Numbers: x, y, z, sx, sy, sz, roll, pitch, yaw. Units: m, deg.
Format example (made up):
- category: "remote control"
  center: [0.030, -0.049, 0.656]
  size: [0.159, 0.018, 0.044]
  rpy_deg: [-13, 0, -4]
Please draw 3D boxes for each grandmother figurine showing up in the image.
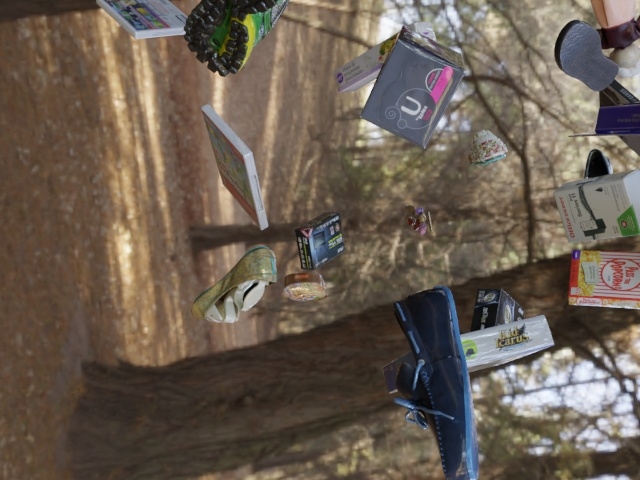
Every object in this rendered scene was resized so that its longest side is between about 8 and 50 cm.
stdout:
- category: "grandmother figurine"
  center: [0.753, -0.559, 1.972]
  size: [0.342, 0.208, 0.104]
  rpy_deg: [56, 37, -37]

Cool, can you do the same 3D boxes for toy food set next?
- category: "toy food set"
  center: [0.257, -0.053, 2.069]
  size: [0.122, 0.019, 0.078]
  rpy_deg: [-162, -122, -67]

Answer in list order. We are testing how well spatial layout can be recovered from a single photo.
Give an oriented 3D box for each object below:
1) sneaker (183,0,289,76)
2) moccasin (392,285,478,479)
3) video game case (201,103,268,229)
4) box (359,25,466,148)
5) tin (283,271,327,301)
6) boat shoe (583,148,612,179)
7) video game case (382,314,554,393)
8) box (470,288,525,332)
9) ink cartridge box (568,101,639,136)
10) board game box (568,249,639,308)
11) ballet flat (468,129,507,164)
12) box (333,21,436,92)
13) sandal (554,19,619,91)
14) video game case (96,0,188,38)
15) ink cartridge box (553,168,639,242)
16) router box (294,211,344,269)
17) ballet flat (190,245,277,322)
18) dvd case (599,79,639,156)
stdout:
- category: "sneaker"
  center: [-0.094, -0.389, 1.102]
  size: [0.146, 0.134, 0.343]
  rpy_deg: [-57, -172, -32]
- category: "moccasin"
  center: [0.173, 0.225, 1.207]
  size: [0.342, 0.117, 0.137]
  rpy_deg: [-91, 169, -50]
- category: "video game case"
  center: [-0.209, -0.176, 1.910]
  size: [0.204, 0.025, 0.285]
  rpy_deg: [49, -19, 31]
- category: "box"
  center: [0.184, -0.309, 1.522]
  size: [0.270, 0.143, 0.165]
  rpy_deg: [-67, -177, -68]
- category: "tin"
  center: [-0.039, 0.126, 2.101]
  size: [0.189, 0.106, 0.040]
  rpy_deg: [69, 21, -69]
- category: "boat shoe"
  center: [0.789, -0.152, 2.192]
  size: [0.079, 0.095, 0.254]
  rpy_deg: [47, 47, -38]
- category: "video game case"
  center: [0.267, 0.218, 1.458]
  size: [0.269, 0.244, 0.061]
  rpy_deg: [120, -43, -70]
- category: "box"
  center: [0.513, 0.239, 2.233]
  size: [0.180, 0.077, 0.147]
  rpy_deg: [37, 60, -45]
- category: "ink cartridge box"
  center: [0.497, -0.181, 1.112]
  size: [0.206, 0.208, 0.045]
  rpy_deg: [-145, -133, -78]
- category: "board game box"
  center: [0.730, 0.097, 1.946]
  size: [0.045, 0.193, 0.146]
  rpy_deg: [66, 33, -48]
- category: "ballet flat"
  center: [0.368, -0.209, 1.741]
  size: [0.241, 0.091, 0.077]
  rpy_deg: [-25, 97, -81]
- category: "box"
  center: [0.160, -0.467, 1.989]
  size: [0.324, 0.067, 0.063]
  rpy_deg: [-19, -94, 51]
- category: "sandal"
  center: [0.539, -0.378, 1.600]
  size: [0.254, 0.097, 0.054]
  rpy_deg: [23, 25, -53]
- category: "video game case"
  center: [-0.439, -0.572, 1.964]
  size: [0.201, 0.183, 0.023]
  rpy_deg: [44, -46, 30]
- category: "ink cartridge box"
  center: [0.724, -0.085, 1.988]
  size: [0.208, 0.087, 0.153]
  rpy_deg: [-11, -78, 52]
- category: "router box"
  center: [0.000, 0.000, 1.672]
  size: [0.122, 0.038, 0.092]
  rpy_deg: [-31, 119, -47]
- category: "ballet flat"
  center: [-0.226, 0.147, 2.006]
  size: [0.348, 0.123, 0.123]
  rpy_deg: [-41, -137, 36]
- category: "dvd case"
  center: [0.784, -0.292, 1.936]
  size: [0.238, 0.029, 0.179]
  rpy_deg: [56, -1, 35]
